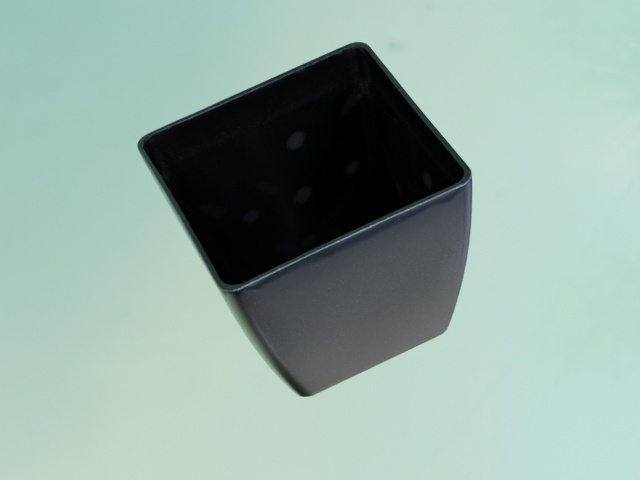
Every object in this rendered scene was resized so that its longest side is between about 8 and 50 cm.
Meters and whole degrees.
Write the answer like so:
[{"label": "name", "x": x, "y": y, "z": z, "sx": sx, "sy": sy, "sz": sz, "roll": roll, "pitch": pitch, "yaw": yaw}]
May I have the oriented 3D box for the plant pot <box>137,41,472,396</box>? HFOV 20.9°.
[{"label": "plant pot", "x": 0.000, "y": 0.000, "z": 1.258, "sx": 0.188, "sy": 0.187, "sz": 0.167, "roll": -24, "pitch": 133, "yaw": -10}]
